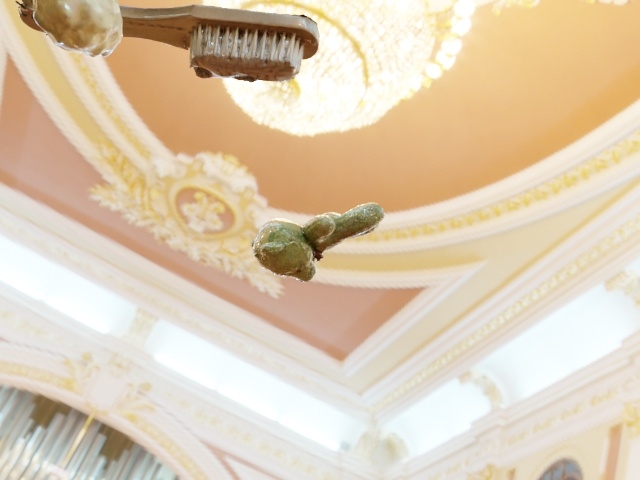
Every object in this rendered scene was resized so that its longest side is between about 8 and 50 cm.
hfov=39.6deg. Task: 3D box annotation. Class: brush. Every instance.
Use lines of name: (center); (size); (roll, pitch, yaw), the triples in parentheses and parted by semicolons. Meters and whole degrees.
brush: (-0.165, -0.217, 0.963); (0.327, 0.065, 0.070); (7, -22, -1)

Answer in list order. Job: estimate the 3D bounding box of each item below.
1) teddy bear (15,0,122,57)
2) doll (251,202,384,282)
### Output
teddy bear: (-0.446, -0.241, 0.827); (0.375, 0.362, 0.327); (36, -29, 27)
doll: (0.000, 0.000, 0.979); (0.115, 0.150, 0.078); (171, -100, -81)
